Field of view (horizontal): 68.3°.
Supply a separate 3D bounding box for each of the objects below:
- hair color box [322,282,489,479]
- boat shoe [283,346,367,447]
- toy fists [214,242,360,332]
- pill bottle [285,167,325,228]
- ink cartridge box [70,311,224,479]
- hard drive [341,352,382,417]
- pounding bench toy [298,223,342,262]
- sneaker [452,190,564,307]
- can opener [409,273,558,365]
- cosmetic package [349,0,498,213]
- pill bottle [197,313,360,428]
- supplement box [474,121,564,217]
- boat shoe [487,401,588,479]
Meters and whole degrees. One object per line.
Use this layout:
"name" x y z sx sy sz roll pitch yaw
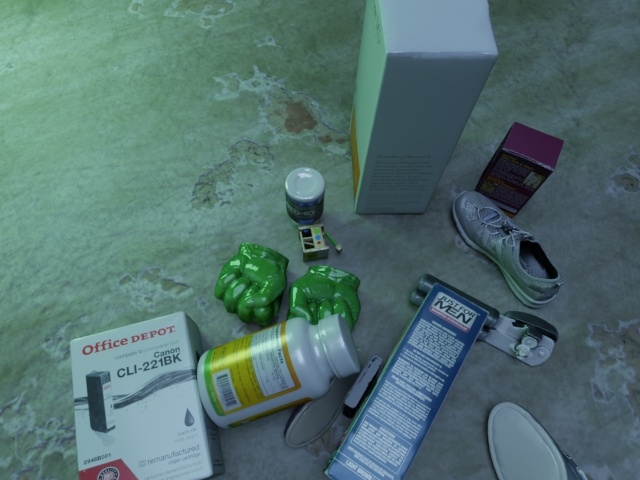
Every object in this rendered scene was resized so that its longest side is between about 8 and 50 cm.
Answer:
"hair color box" 0.139 0.258 0.787 0.105 0.173 0.347 31 67 13
"boat shoe" 0.001 0.274 0.849 0.206 0.075 0.065 -50 33 -16
"toy fists" -0.062 0.103 0.896 0.280 0.096 0.142 16 67 4
"pill bottle" -0.031 -0.080 0.959 0.078 0.137 0.078 1 64 -1
"ink cartridge box" -0.291 0.279 0.794 0.197 0.114 0.272 -14 65 -8
"hard drive" 0.070 0.252 0.808 0.022 0.135 0.094 30 67 15
"pounding bench toy" 0.000 0.000 0.969 0.084 0.052 0.065 -8 65 -6
"sneaker" 0.384 -0.004 0.949 0.105 0.115 0.281 -32 70 -16
"can opener" 0.311 0.149 0.912 0.281 0.074 0.093 26 32 8
"cosmetic package" 0.154 -0.251 0.872 0.162 0.453 0.229 -1 64 -2
"pill bottle" -0.065 0.210 0.787 0.246 0.136 0.136 -22 66 8
"supplement box" 0.400 -0.141 0.975 0.104 0.188 0.080 26 66 10
"boat shoe" 0.393 0.421 0.781 0.099 0.116 0.319 8 45 -47
